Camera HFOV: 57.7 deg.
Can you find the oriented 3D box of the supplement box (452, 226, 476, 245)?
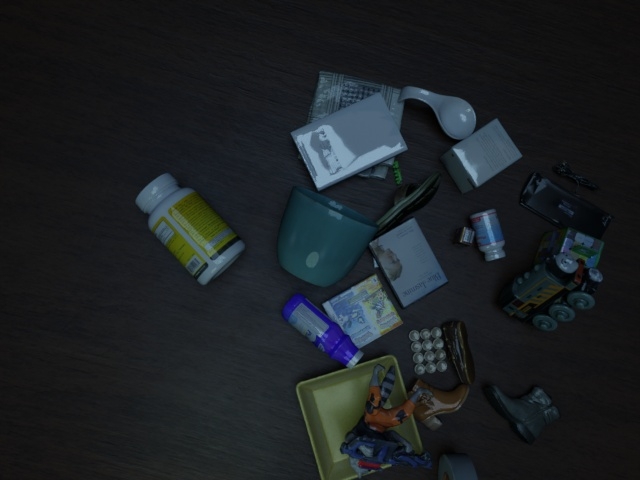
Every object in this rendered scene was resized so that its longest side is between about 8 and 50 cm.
[{"bbox_3d":[0.471,-0.011,1.900,0.043,0.083,0.055,16,85,-3],"label":"supplement box"}]

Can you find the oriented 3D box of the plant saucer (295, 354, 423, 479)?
[{"bbox_3d":[0.120,0.561,1.843,0.332,0.081,0.333,-16,87,-5],"label":"plant saucer"}]

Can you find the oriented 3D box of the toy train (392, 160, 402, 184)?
[{"bbox_3d":[0.256,-0.225,1.934,0.023,0.017,0.083,-12,87,-15],"label":"toy train"}]

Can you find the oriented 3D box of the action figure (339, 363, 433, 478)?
[{"bbox_3d":[0.204,0.568,1.760,0.341,0.178,0.330,29,91,-29],"label":"action figure"}]

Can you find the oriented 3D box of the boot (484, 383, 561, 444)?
[{"bbox_3d":[0.657,0.525,1.891,0.161,0.083,0.246,-41,95,-12],"label":"boot"}]

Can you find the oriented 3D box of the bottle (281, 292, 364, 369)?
[{"bbox_3d":[0.007,0.286,1.813,0.282,0.118,0.092,40,68,10],"label":"bottle"}]

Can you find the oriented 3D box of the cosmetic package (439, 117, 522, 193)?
[{"bbox_3d":[0.516,-0.270,1.886,0.183,0.151,0.151,-33,88,-6],"label":"cosmetic package"}]

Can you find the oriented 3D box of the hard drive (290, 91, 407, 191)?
[{"bbox_3d":[0.091,-0.317,1.870,0.318,0.040,0.210,-25,86,-4],"label":"hard drive"}]

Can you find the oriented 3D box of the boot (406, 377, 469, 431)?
[{"bbox_3d":[0.370,0.496,1.869,0.197,0.073,0.152,-44,86,-8],"label":"boot"}]

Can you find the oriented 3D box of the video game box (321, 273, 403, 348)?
[{"bbox_3d":[0.134,0.237,1.882,0.205,0.048,0.187,-29,91,-5],"label":"video game box"}]

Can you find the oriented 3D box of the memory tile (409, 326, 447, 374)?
[{"bbox_3d":[0.353,0.362,1.905,0.113,0.012,0.148,-8,86,-4],"label":"memory tile"}]

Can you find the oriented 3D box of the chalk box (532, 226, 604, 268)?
[{"bbox_3d":[0.800,0.045,1.854,0.132,0.213,0.132,23,85,-2],"label":"chalk box"}]

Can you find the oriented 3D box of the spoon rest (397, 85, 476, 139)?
[{"bbox_3d":[0.393,-0.428,1.905,0.276,0.084,0.137,22,81,-13],"label":"spoon rest"}]

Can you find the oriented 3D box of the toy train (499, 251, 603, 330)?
[{"bbox_3d":[0.707,0.158,1.798,0.190,0.334,0.142,31,55,0],"label":"toy train"}]

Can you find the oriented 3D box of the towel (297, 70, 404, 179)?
[{"bbox_3d":[0.108,-0.380,1.915,0.312,0.056,0.325,13,86,-3],"label":"towel"}]

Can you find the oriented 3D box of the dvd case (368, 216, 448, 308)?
[{"bbox_3d":[0.285,0.074,1.896,0.180,0.022,0.253,-30,97,-7],"label":"dvd case"}]

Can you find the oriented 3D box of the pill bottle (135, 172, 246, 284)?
[{"bbox_3d":[-0.405,-0.040,1.793,0.188,0.188,0.334,-43,90,-5],"label":"pill bottle"}]

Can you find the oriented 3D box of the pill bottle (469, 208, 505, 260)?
[{"bbox_3d":[0.552,-0.017,1.905,0.087,0.087,0.160,-15,87,-5],"label":"pill bottle"}]

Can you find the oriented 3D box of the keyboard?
[{"bbox_3d":[0.844,-0.138,1.961,0.317,0.033,0.202,30,91,-2],"label":"keyboard"}]

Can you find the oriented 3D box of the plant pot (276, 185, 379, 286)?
[{"bbox_3d":[0.000,0.000,1.780,0.292,0.293,0.235,25,100,-2],"label":"plant pot"}]

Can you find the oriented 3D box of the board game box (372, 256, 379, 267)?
[{"bbox_3d":[0.215,0.039,1.912,0.090,0.020,0.090,-7,87,-4],"label":"board game box"}]

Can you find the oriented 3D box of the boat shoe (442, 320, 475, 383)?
[{"bbox_3d":[0.449,0.364,1.888,0.073,0.073,0.207,-14,83,33],"label":"boat shoe"}]

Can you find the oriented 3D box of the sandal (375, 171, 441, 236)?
[{"bbox_3d":[0.269,-0.131,1.884,0.302,0.120,0.086,-37,67,-2],"label":"sandal"}]

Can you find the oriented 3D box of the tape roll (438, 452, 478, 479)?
[{"bbox_3d":[0.422,0.768,1.779,0.072,0.219,0.219,-2,86,-4],"label":"tape roll"}]
